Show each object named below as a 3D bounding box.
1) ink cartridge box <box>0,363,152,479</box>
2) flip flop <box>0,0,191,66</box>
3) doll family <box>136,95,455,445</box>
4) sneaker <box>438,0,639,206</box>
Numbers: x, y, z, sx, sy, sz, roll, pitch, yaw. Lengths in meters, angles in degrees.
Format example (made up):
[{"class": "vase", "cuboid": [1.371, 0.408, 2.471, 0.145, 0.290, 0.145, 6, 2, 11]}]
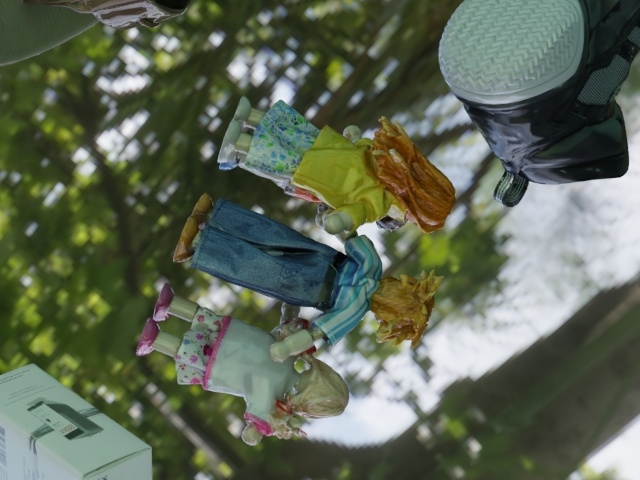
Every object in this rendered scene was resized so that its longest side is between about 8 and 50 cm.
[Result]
[{"class": "ink cartridge box", "cuboid": [-0.168, 0.155, 1.208, 0.056, 0.099, 0.135, -21, -145, -37]}, {"class": "flip flop", "cuboid": [-0.102, -0.177, 1.154, 0.277, 0.112, 0.080, -19, -144, -30]}, {"class": "doll family", "cuboid": [0.000, 0.000, 1.192, 0.163, 0.118, 0.263, 22, -127, 0]}, {"class": "sneaker", "cuboid": [0.187, -0.138, 1.256, 0.101, 0.153, 0.268, 27, -123, 37]}]
